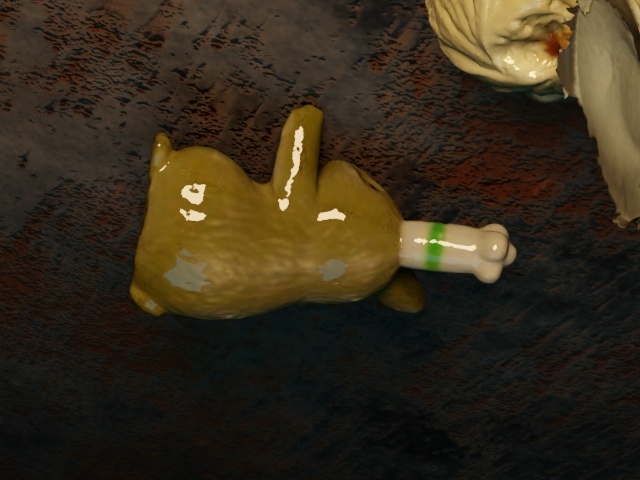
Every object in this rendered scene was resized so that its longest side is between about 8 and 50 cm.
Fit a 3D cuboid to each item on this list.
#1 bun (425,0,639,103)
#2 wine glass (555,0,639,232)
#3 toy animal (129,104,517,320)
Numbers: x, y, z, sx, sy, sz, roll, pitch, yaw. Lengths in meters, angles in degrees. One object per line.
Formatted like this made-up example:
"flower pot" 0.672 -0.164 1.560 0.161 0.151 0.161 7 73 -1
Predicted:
"bun" 0.183 -0.179 1.144 0.220 0.134 0.220 12 147 8
"wine glass" 0.351 -0.117 1.027 0.357 0.190 0.190 -8 150 -3
"toy animal" -0.009 -0.017 1.507 0.363 0.180 0.181 -3 161 -14
